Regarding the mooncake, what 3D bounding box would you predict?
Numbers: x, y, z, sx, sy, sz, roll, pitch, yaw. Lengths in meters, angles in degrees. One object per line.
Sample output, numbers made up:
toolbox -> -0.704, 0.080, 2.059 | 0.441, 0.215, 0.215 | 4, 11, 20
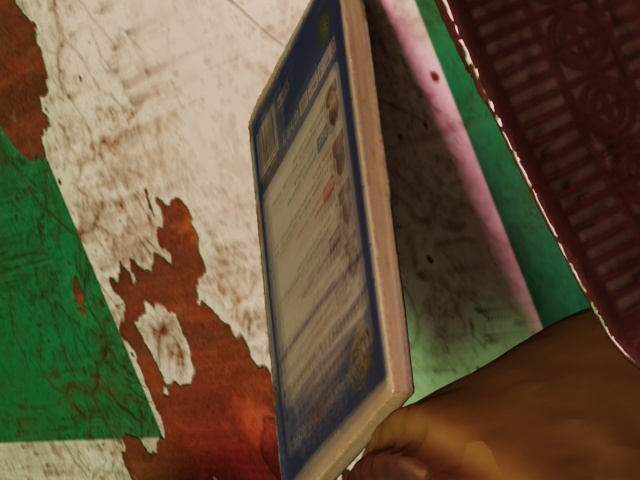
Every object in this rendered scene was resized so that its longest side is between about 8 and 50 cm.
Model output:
mooncake -> 0.181, 0.248, 1.087 | 0.394, 0.246, 0.393 | 64, 154, 3

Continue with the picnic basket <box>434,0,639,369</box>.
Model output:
picnic basket -> 0.192, -0.095, 0.919 | 0.222, 0.129, 0.297 | -27, 89, 58

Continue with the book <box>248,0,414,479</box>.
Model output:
book -> 0.000, 0.000, 1.257 | 0.228, 0.018, 0.322 | 124, 145, -57
